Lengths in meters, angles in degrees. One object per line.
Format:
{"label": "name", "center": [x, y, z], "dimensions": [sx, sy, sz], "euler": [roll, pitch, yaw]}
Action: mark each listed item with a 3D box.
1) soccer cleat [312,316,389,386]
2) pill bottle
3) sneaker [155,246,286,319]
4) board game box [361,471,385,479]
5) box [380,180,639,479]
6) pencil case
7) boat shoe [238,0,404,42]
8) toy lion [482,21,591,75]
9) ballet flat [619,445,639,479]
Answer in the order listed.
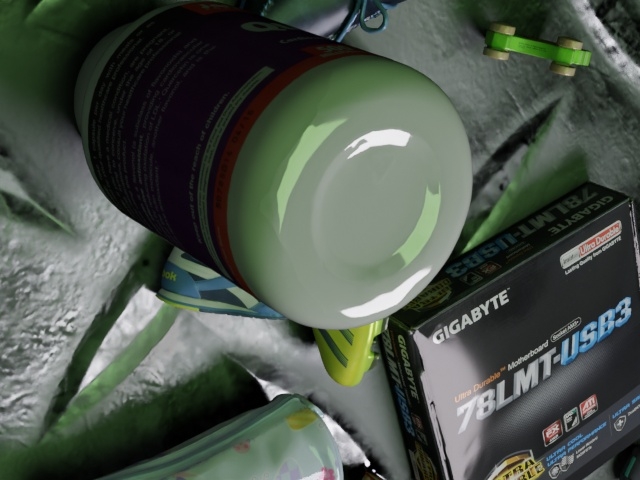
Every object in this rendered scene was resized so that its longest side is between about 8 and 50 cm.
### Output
{"label": "soccer cleat", "center": [0.000, -0.001, 1.248], "dimensions": [0.121, 0.093, 0.289], "euler": [-3, 118, -2]}
{"label": "pill bottle", "center": [-0.053, -0.069, 1.013], "dimensions": [0.181, 0.323, 0.181], "euler": [-14, 116, -31]}
{"label": "sneaker", "center": [-0.064, 0.035, 1.198], "dimensions": [0.144, 0.053, 0.059], "euler": [8, 89, -14]}
{"label": "board game box", "center": [0.075, 0.328, 1.344], "dimensions": [0.045, 0.193, 0.147], "euler": [31, 89, -39]}
{"label": "box", "center": [0.213, 0.132, 1.448], "dimensions": [0.295, 0.073, 0.293], "euler": [-29, 123, -25]}
{"label": "pencil case", "center": [-0.114, 0.226, 1.221], "dimensions": [0.273, 0.113, 0.124], "euler": [-19, 104, -29]}
{"label": "boat shoe", "center": [0.042, -0.239, 1.166], "dimensions": [0.258, 0.089, 0.109], "euler": [-45, 127, -13]}
{"label": "toy lion", "center": [0.202, -0.179, 1.314], "dimensions": [0.100, 0.096, 0.034], "euler": [13, 102, 3]}
{"label": "ballet flat", "center": [0.434, 0.249, 1.653], "dimensions": [0.203, 0.074, 0.074], "euler": [-7, 112, -31]}
